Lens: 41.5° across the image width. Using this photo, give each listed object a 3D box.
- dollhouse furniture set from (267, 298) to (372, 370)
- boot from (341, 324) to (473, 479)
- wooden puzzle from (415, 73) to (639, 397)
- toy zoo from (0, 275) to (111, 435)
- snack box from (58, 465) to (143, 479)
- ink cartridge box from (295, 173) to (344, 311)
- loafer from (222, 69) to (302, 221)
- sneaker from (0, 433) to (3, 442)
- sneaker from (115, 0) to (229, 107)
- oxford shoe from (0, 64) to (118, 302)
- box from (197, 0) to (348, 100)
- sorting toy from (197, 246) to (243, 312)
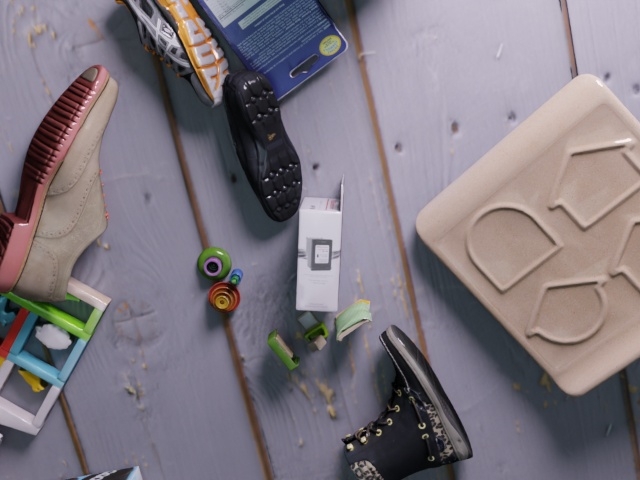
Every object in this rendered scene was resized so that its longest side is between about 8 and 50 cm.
[{"bbox_3d":[0.000,0.123,1.236,0.151,0.076,0.059,-35,101,10],"label":"dollhouse furniture set"},{"bbox_3d":[0.101,0.261,1.262,0.178,0.085,0.236,-29,101,10],"label":"boot"},{"bbox_3d":[0.357,-0.002,1.166,0.322,0.080,0.348,-42,89,23],"label":"wooden puzzle"},{"bbox_3d":[-0.469,0.167,1.282,0.192,0.030,0.293,31,102,-5],"label":"toy zoo"},{"bbox_3d":[-0.425,0.480,1.339,0.321,0.060,0.187,-11,102,4],"label":"snack box"},{"bbox_3d":[0.000,0.000,1.193,0.060,0.104,0.180,3,103,2],"label":"ink cartridge box"},{"bbox_3d":[-0.082,-0.132,1.183,0.076,0.078,0.223,-28,119,-24],"label":"loafer"},{"bbox_3d":[-0.604,0.366,1.285,0.169,0.108,0.292,39,110,-7],"label":"sneaker"},{"bbox_3d":[-0.199,-0.275,1.153,0.083,0.084,0.215,-26,99,23],"label":"sneaker"},{"bbox_3d":[-0.354,-0.076,1.195,0.130,0.123,0.348,23,97,-34],"label":"oxford shoe"},{"bbox_3d":[-0.078,-0.318,1.154,0.136,0.036,0.225,-35,100,9],"label":"box"},{"bbox_3d":[-0.146,0.061,1.242,0.061,0.042,0.102,-17,102,5],"label":"sorting toy"}]
